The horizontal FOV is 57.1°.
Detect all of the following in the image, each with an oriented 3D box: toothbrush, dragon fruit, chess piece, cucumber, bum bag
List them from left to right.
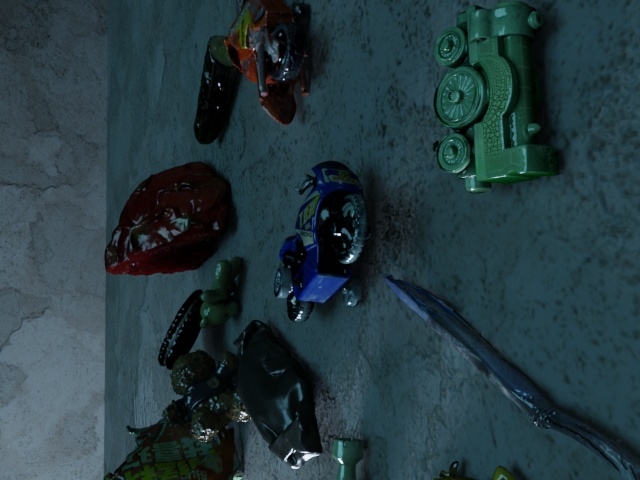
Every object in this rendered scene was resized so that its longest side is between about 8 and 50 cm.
[{"bbox_3d":[-0.351,-0.079,1.323,0.329,0.228,0.285,-21,69,62],"label":"dragon fruit"},{"bbox_3d":[-0.225,-0.311,1.261,0.074,0.075,0.241,63,143,41],"label":"cucumber"},{"bbox_3d":[-0.072,0.250,0.960,0.326,0.080,0.142,38,115,59],"label":"bum bag"},{"bbox_3d":[0.033,0.316,0.777,0.067,0.067,0.103,-21,62,60],"label":"chess piece"},{"bbox_3d":[0.174,0.128,0.549,0.413,0.035,0.042,45,130,53],"label":"toothbrush"}]

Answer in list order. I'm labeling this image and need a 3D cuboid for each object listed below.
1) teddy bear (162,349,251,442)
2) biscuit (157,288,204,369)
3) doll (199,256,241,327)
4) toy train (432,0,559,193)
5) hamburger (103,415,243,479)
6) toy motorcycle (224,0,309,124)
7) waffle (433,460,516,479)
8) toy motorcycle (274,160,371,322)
[{"bbox_3d":[-0.223,0.316,1.168,0.251,0.182,0.129,35,147,52],"label":"teddy bear"},{"bbox_3d":[-0.301,0.198,1.314,0.194,0.053,0.194,-64,-1,-1],"label":"biscuit"},{"bbox_3d":[-0.196,0.107,1.191,0.115,0.078,0.150,-35,-36,-69],"label":"doll"},{"bbox_3d":[0.161,-0.135,0.550,0.105,0.071,0.178,-6,85,53],"label":"toy train"},{"bbox_3d":[-0.282,0.465,1.194,0.276,0.261,0.150,-85,-11,-71],"label":"hamburger"},{"bbox_3d":[-0.092,-0.334,0.998,0.298,0.089,0.171,62,142,40],"label":"toy motorcycle"},{"bbox_3d":[0.163,0.361,0.535,0.329,0.062,0.329,-4,85,62],"label":"waffle"},{"bbox_3d":[0.000,0.000,0.804,0.315,0.113,0.168,126,147,-58],"label":"toy motorcycle"}]
